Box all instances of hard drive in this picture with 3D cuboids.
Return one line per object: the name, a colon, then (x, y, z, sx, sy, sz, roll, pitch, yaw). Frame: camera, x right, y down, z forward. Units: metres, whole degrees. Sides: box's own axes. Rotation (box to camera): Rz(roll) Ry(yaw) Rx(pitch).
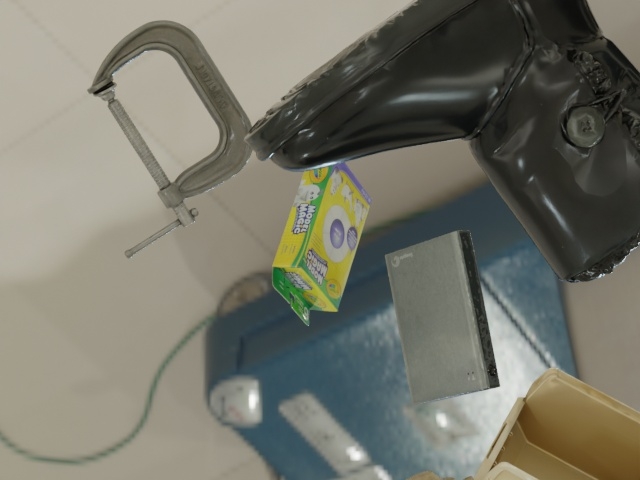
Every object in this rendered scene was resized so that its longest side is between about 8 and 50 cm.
hard drive: (0.103, 0.067, 1.388, 0.022, 0.135, 0.094, -3, 168, -40)

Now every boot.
boot: (0.105, -0.055, 0.990, 0.246, 0.094, 0.207, -37, 96, -18)

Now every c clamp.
c clamp: (-0.127, -0.086, 1.282, 0.137, 0.022, 0.160, -27, 99, -5)

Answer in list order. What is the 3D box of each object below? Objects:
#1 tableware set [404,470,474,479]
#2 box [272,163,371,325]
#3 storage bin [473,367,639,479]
tableware set: (0.014, 0.196, 1.087, 0.169, 0.141, 0.020, -26, 93, 51)
box: (0.000, 0.000, 1.862, 0.043, 0.179, 0.105, 3, 151, 31)
storage bin: (0.333, 0.308, 2.021, 0.260, 0.262, 0.123, 29, 119, 8)
